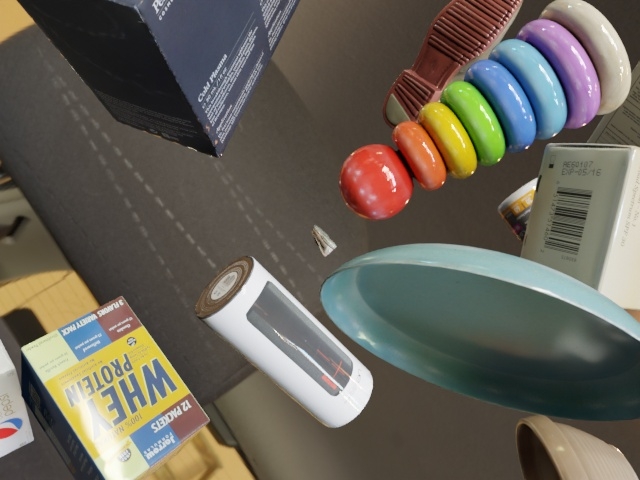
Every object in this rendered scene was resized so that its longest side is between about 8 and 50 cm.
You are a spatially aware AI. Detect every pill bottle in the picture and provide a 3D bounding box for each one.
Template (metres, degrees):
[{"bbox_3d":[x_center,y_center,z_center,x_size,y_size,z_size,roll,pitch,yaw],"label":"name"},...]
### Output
[{"bbox_3d":[0.628,-0.023,1.521,0.279,0.162,0.162,56,-30,15],"label":"pill bottle"}]

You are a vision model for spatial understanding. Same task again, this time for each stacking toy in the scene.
[{"bbox_3d":[0.168,-0.130,0.642,0.141,0.330,0.141,58,4,-7],"label":"stacking toy"}]

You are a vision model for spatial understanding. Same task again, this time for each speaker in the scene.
[{"bbox_3d":[-0.022,0.075,0.398,0.136,0.055,0.055,48,-26,-24],"label":"speaker"}]

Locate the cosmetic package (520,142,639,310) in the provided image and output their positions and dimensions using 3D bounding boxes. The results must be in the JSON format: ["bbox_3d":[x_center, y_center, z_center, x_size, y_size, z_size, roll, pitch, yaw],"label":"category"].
[{"bbox_3d":[0.386,-0.002,0.631,0.113,0.309,0.161,23,-76,64],"label":"cosmetic package"}]

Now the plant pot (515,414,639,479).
[{"bbox_3d":[0.361,0.348,0.752,0.237,0.109,0.238,-14,90,-87],"label":"plant pot"}]

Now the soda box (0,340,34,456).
[{"bbox_3d":[-0.518,0.256,0.889,0.074,0.069,0.216,43,-42,29],"label":"soda box"}]

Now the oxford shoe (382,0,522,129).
[{"bbox_3d":[0.266,-0.353,1.092,0.348,0.130,0.123,-48,-119,21],"label":"oxford shoe"}]

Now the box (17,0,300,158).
[{"bbox_3d":[-0.162,-0.336,0.680,0.178,0.344,0.312,21,-15,9],"label":"box"}]

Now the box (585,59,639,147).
[{"bbox_3d":[0.544,-0.178,0.875,0.149,0.126,0.232,53,-27,28],"label":"box"}]

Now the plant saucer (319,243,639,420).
[{"bbox_3d":[0.153,0.088,0.528,0.317,0.044,0.318,19,-26,9],"label":"plant saucer"}]

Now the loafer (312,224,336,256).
[{"bbox_3d":[0.000,0.000,1.367,0.045,0.039,0.125,34,7,-27],"label":"loafer"}]

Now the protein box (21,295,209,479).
[{"bbox_3d":[-0.282,0.223,0.743,0.201,0.136,0.200,51,-39,10],"label":"protein box"}]
